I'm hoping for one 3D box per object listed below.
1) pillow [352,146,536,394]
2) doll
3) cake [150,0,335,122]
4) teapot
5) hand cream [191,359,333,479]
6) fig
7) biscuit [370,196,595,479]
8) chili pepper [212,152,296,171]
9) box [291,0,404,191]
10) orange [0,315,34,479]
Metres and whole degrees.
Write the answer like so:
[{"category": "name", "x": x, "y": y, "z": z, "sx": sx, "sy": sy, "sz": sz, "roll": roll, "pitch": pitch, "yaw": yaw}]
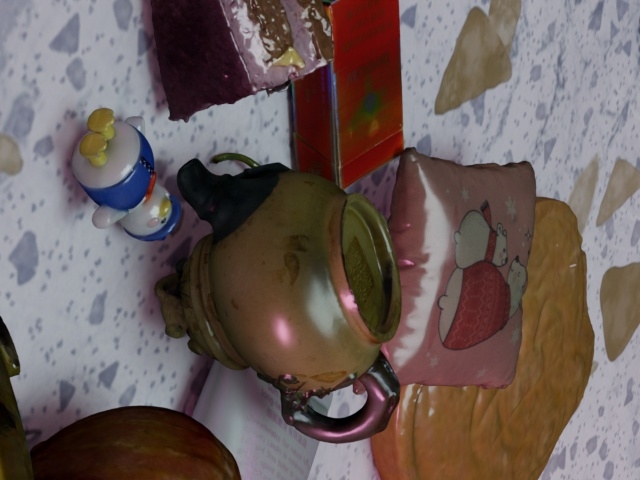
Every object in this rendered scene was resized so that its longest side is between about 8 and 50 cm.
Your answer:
[{"category": "pillow", "x": 0.123, "y": 0.031, "z": 1.664, "sx": 0.223, "sy": 0.084, "sz": 0.236, "roll": 7, "pitch": 93, "yaw": -50}, {"category": "doll", "x": -0.143, "y": -0.041, "z": 1.322, "sx": 0.143, "sy": 0.057, "sz": 0.099, "roll": 64, "pitch": 36, "yaw": -52}, {"category": "cake", "x": -0.067, "y": -0.227, "z": 1.324, "sx": 0.116, "sy": 0.112, "sz": 0.295, "roll": -34, "pitch": 124, "yaw": -48}, {"category": "teapot", "x": -0.035, "y": 0.051, "z": 1.407, "sx": 0.173, "sy": 0.182, "sz": 0.269, "roll": -65, "pitch": 138, "yaw": -58}, {"category": "hand cream", "x": -0.088, "y": 0.247, "z": 1.485, "sx": 0.185, "sy": 0.118, "sz": 0.359, "roll": 46, "pitch": 56, "yaw": -48}, {"category": "fig", "x": -0.156, "y": 0.215, "z": 1.303, "sx": 0.205, "sy": 0.205, "sz": 0.205, "roll": -27, "pitch": 124, "yaw": -49}, {"category": "biscuit", "x": 0.187, "y": 0.144, "z": 1.879, "sx": 0.385, "sy": 0.062, "sz": 0.365, "roll": -48, "pitch": 139, "yaw": -35}, {"category": "chili pepper", "x": -0.018, "y": -0.007, "z": 1.504, "sx": 0.073, "sy": 0.072, "sz": 0.204, "roll": -66, "pitch": 145, "yaw": -50}, {"category": "box", "x": 0.023, "y": -0.140, "z": 1.532, "sx": 0.112, "sy": 0.048, "sz": 0.175, "roll": -34, "pitch": 129, "yaw": -49}, {"category": "orange", "x": -0.265, "y": 0.206, "z": 1.059, "sx": 0.210, "sy": 0.271, "sz": 0.369, "roll": -9, "pitch": 112, "yaw": -22}]
